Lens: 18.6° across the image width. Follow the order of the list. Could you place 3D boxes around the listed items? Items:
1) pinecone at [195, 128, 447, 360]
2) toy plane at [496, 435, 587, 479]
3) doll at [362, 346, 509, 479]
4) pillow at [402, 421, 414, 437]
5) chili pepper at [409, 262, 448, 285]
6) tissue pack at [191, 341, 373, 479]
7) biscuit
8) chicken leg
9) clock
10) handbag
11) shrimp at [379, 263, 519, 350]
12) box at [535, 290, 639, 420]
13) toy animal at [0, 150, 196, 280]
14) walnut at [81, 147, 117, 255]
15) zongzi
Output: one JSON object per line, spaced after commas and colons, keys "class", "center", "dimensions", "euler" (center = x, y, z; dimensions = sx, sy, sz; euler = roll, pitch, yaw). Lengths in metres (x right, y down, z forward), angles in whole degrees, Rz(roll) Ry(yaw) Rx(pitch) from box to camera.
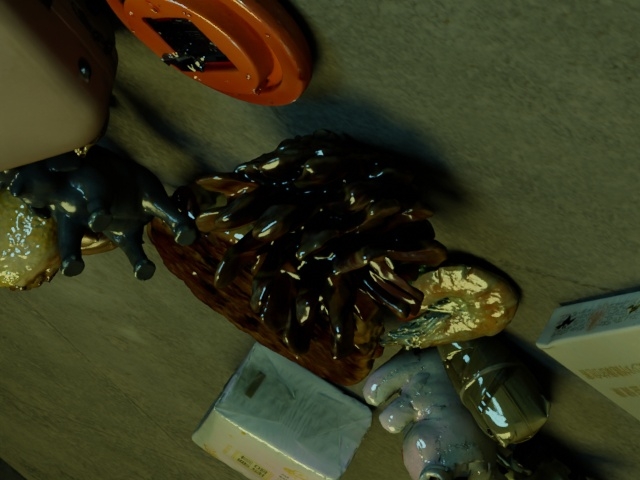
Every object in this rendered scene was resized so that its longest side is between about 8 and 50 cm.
{"class": "pinecone", "center": [0.001, 0.003, 1.742], "dimensions": [0.201, 0.202, 0.229], "euler": [64, 159, 4]}
{"class": "toy plane", "center": [0.252, 0.289, 2.193], "dimensions": [0.242, 0.104, 0.256], "euler": [42, 173, -22]}
{"class": "doll", "center": [0.131, 0.200, 2.102], "dimensions": [0.149, 0.095, 0.192], "euler": [9, -127, -57]}
{"class": "pillow", "center": [0.153, 0.281, 2.296], "dimensions": [0.255, 0.059, 0.169], "euler": [54, -165, -70]}
{"class": "chili pepper", "center": [0.098, 0.041, 1.936], "dimensions": [0.055, 0.035, 0.118], "euler": [19, 169, -17]}
{"class": "tissue pack", "center": [-0.051, 0.242, 2.521], "dimensions": [0.185, 0.124, 0.225], "euler": [34, 160, 0]}
{"class": "biscuit", "center": [-0.052, 0.037, 2.084], "dimensions": [0.289, 0.081, 0.334], "euler": [35, 162, 3]}
{"class": "chicken leg", "center": [-0.290, -0.049, 2.040], "dimensions": [0.107, 0.251, 0.087], "euler": [34, -155, 10]}
{"class": "clock", "center": [-0.099, -0.182, 1.659], "dimensions": [0.205, 0.051, 0.205], "euler": [27, 160, 11]}
{"class": "handbag", "center": [-0.358, -0.185, 1.748], "dimensions": [0.283, 0.149, 0.302], "euler": [-21, 136, 21]}
{"class": "shrimp", "center": [0.118, 0.068, 1.915], "dimensions": [0.101, 0.042, 0.190], "euler": [35, 143, -20]}
{"class": "box", "center": [0.389, 0.170, 1.786], "dimensions": [0.365, 0.051, 0.204], "euler": [36, 161, -14]}
{"class": "toy animal", "center": [-0.244, -0.036, 1.911], "dimensions": [0.269, 0.082, 0.137], "euler": [14, -148, -38]}
{"class": "walnut", "center": [-0.289, -0.048, 2.169], "dimensions": [0.245, 0.137, 0.137], "euler": [7, 151, 32]}
{"class": "zongzi", "center": [0.166, 0.134, 2.031], "dimensions": [0.176, 0.078, 0.160], "euler": [52, 177, 11]}
